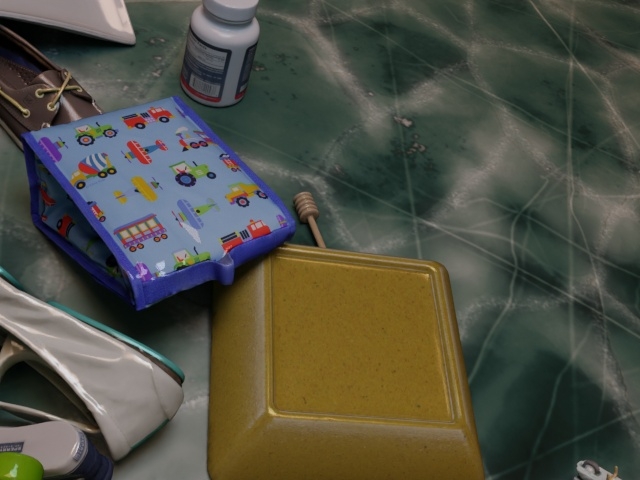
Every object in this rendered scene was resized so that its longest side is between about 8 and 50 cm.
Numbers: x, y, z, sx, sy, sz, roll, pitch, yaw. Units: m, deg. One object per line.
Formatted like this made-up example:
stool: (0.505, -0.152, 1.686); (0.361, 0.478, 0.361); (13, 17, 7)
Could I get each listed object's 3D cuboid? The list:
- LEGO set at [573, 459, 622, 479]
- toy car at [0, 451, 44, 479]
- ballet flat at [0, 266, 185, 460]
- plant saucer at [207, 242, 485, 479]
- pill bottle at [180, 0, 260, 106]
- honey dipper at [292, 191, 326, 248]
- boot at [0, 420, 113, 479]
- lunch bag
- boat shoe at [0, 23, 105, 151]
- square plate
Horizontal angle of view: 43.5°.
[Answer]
LEGO set: (0.248, 0.356, 0.872); (0.287, 0.107, 0.132); (-19, 24, -27)
toy car: (-0.331, 0.290, 0.703); (0.189, 0.149, 0.155); (-9, 46, 10)
ballet flat: (-0.338, 0.101, 0.856); (0.400, 0.139, 0.139); (30, 46, 7)
plant saucer: (0.039, 0.130, 0.971); (0.333, 0.081, 0.332); (7, 52, -15)
pill bottle: (-0.152, -0.307, 1.240); (0.108, 0.180, 0.108); (11, 47, -12)
honey dipper: (0.000, 0.000, 1.124); (0.031, 0.030, 0.160); (-7, 54, -25)
boot: (-0.305, 0.223, 0.793); (0.190, 0.086, 0.069); (-2, 53, 15)
lunch bag: (-0.189, -0.041, 0.970); (0.221, 0.138, 0.293); (-23, 45, -35)
boat shoe: (-0.389, -0.199, 1.114); (0.324, 0.096, 0.116); (37, 48, 14)
square plate: (-0.469, -0.468, 1.222); (0.344, 0.049, 0.347); (-4, 71, -53)
